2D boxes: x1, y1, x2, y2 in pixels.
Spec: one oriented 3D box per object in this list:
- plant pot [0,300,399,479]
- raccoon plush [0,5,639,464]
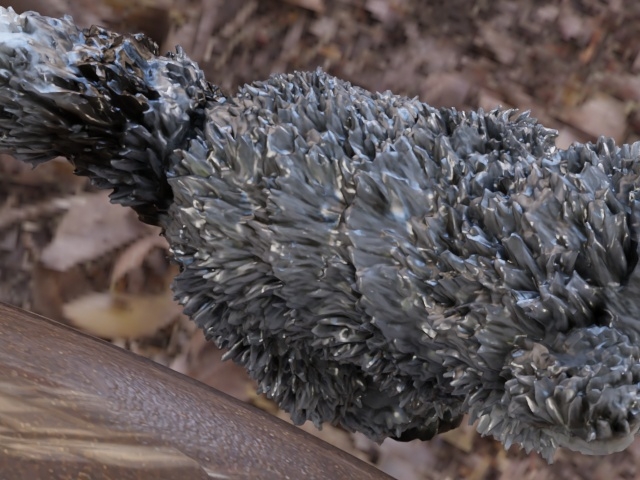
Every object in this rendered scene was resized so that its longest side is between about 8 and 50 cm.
[{"bbox_3d":[-0.052,0.118,0.440,0.230,0.215,0.215,11,48,-25],"label":"plant pot"},{"bbox_3d":[0.000,0.000,0.953,0.446,0.299,0.216,11,87,-14],"label":"raccoon plush"}]
